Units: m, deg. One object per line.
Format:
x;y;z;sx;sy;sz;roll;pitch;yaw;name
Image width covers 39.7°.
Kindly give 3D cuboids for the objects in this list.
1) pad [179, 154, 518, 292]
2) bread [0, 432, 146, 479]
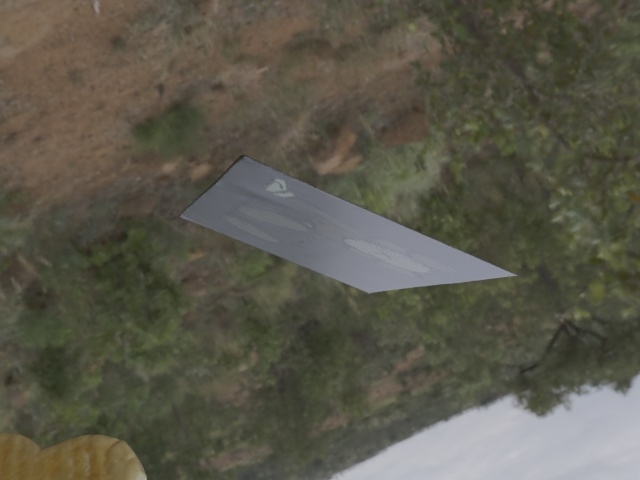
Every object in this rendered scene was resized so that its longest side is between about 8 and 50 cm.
0.000;0.000;0.444;0.127;0.004;0.190;22;169;-13;pad
-0.238;0.251;0.613;0.316;0.316;0.054;-20;127;-20;bread
